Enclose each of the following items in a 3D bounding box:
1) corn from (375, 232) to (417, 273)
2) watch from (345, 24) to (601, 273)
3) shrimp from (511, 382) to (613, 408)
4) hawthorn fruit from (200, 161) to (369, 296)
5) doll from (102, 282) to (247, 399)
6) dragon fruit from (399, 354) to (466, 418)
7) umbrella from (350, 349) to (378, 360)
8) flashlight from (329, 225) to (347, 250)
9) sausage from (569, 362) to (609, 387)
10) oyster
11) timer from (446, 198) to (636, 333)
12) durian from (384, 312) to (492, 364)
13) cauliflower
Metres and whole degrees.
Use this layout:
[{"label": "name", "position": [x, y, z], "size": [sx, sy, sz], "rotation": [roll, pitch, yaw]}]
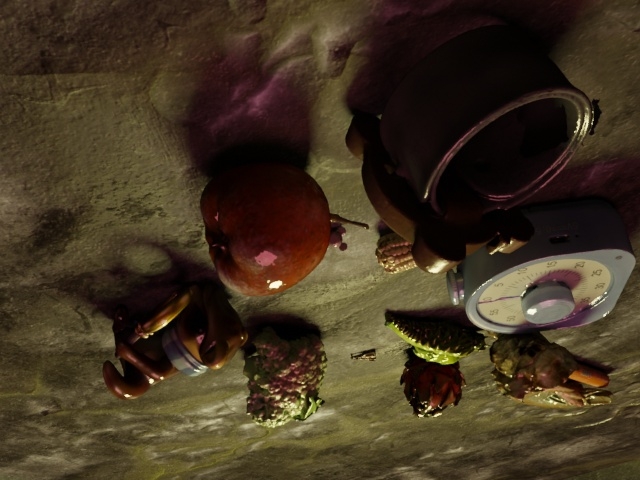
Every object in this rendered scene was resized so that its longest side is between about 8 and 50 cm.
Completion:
[{"label": "corn", "position": [0.216, 0.006, 1.585], "size": [0.210, 0.087, 0.087], "rotation": [-18, 147, 12]}, {"label": "watch", "position": [0.254, -0.157, 1.192], "size": [0.335, 0.314, 0.327], "rotation": [0, 140, -39]}, {"label": "shrimp", "position": [0.753, 0.483, 2.426], "size": [0.317, 0.077, 0.168], "rotation": [-9, 150, 28]}, {"label": "hawthorn fruit", "position": [-0.093, -0.037, 1.348], "size": [0.231, 0.263, 0.235], "rotation": [20, 149, 29]}, {"label": "doll", "position": [-0.338, 0.218, 1.745], "size": [0.339, 0.209, 0.318], "rotation": [-20, 178, 24]}, {"label": "dragon fruit", "position": [0.309, 0.393, 2.120], "size": [0.182, 0.189, 0.182], "rotation": [-13, 152, -7]}, {"label": "umbrella", "position": [0.123, 0.319, 2.122], "size": [0.083, 0.031, 0.020], "rotation": [-8, 180, 7]}, {"label": "flashlight", "position": [0.000, 0.000, 1.580], "size": [0.110, 0.052, 0.031], "rotation": [-5, -175, 9]}, {"label": "sausage", "position": [0.784, 0.401, 2.343], "size": [0.347, 0.053, 0.053], "rotation": [21, 139, -37]}, {"label": "oyster", "position": [0.500, 0.266, 1.864], "size": [0.197, 0.337, 0.133], "rotation": [-6, 105, 2]}, {"label": "timer", "position": [0.465, 0.086, 1.670], "size": [0.395, 0.173, 0.395], "rotation": [-5, 149, -3]}, {"label": "durian", "position": [0.318, 0.264, 1.994], "size": [0.375, 0.107, 0.132], "rotation": [16, 147, -25]}, {"label": "cauliflower", "position": [-0.118, 0.347, 1.977], "size": [0.315, 0.256, 0.239], "rotation": [7, 167, 43]}]
